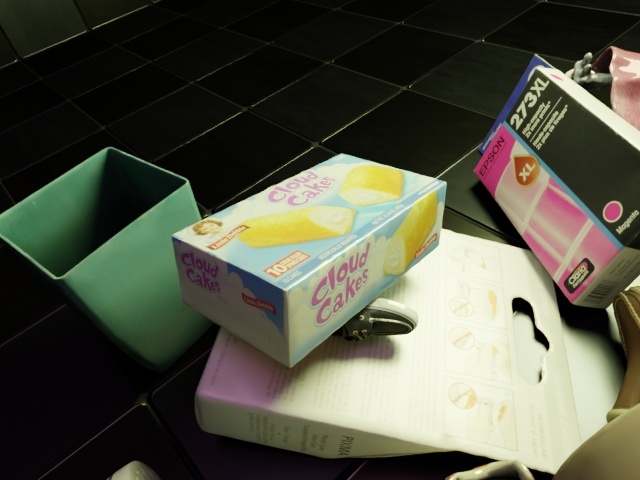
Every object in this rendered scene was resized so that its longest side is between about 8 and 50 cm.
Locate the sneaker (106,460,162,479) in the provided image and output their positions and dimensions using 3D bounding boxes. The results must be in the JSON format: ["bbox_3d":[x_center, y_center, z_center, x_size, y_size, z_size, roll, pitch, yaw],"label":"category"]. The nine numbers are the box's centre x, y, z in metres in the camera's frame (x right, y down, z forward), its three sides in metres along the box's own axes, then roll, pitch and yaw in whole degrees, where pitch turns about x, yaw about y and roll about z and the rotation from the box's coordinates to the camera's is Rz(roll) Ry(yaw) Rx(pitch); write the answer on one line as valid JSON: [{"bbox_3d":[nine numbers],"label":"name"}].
[{"bbox_3d":[-0.131,0.337,0.370,0.127,0.126,0.321,-34,47,-11],"label":"sneaker"}]

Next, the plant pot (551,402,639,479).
[{"bbox_3d":[0.271,0.223,0.239,0.323,0.323,0.280,-18,41,-4],"label":"plant pot"}]

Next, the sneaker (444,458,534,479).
[{"bbox_3d":[0.099,0.244,0.432,0.186,0.083,0.069,-26,44,-13],"label":"sneaker"}]

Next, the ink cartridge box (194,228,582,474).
[{"bbox_3d":[0.085,0.108,0.610,0.385,0.091,0.308,12,46,3],"label":"ink cartridge box"}]

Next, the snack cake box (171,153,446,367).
[{"bbox_3d":[0.000,0.000,0.536,0.152,0.089,0.264,23,38,33],"label":"snack cake box"}]

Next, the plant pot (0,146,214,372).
[{"bbox_3d":[-0.233,0.042,0.624,0.166,0.234,0.165,24,54,33],"label":"plant pot"}]

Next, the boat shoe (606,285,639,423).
[{"bbox_3d":[0.316,0.151,0.469,0.095,0.095,0.257,-12,43,11],"label":"boat shoe"}]

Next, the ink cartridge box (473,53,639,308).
[{"bbox_3d":[0.312,-0.104,0.676,0.069,0.175,0.371,10,38,-19],"label":"ink cartridge box"}]

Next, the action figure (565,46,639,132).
[{"bbox_3d":[0.549,-0.150,0.705,0.370,0.248,0.276,5,5,5],"label":"action figure"}]

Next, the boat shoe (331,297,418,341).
[{"bbox_3d":[0.031,0.086,0.532,0.142,0.049,0.040,6,51,9],"label":"boat shoe"}]
